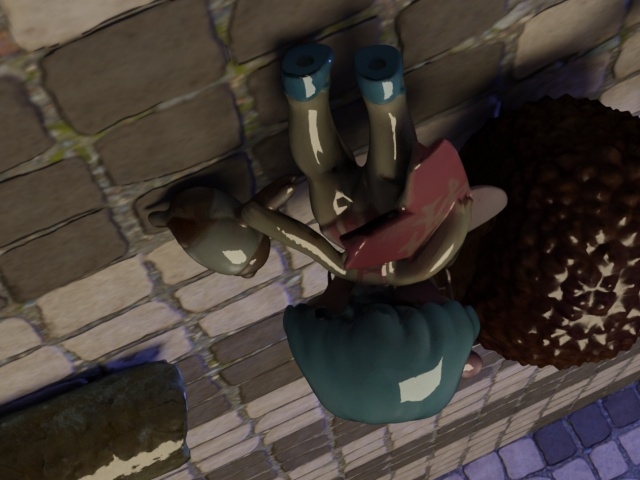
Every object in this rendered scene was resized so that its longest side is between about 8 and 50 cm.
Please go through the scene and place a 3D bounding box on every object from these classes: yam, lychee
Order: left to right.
[{"bbox_3d":[-0.218,0.171,0.895,0.259,0.093,0.093,-21,161,-17],"label":"yam"},{"bbox_3d":[0.169,-0.002,0.790,0.188,0.188,0.188,-23,161,-8],"label":"lychee"}]

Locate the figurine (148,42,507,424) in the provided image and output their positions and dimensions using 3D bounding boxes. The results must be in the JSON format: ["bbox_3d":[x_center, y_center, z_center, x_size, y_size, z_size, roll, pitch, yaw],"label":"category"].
[{"bbox_3d":[0.006,0.009,0.661,0.205,0.103,0.260,-6,136,5],"label":"figurine"}]

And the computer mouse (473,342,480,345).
[{"bbox_3d":[0.152,0.067,1.159,0.232,0.057,0.120,-5,152,-48],"label":"computer mouse"}]
